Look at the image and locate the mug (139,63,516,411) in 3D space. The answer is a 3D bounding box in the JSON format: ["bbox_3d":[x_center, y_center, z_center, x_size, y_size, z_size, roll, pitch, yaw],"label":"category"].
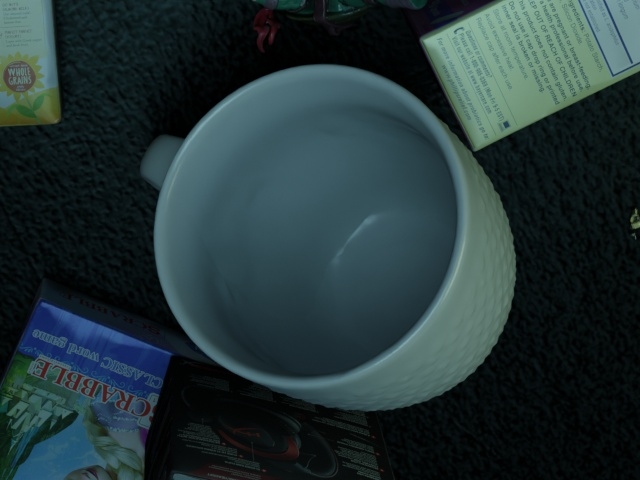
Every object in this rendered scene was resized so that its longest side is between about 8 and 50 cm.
[{"bbox_3d":[0.000,0.000,1.562,0.374,0.328,0.276,25,87,23],"label":"mug"}]

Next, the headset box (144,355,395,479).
[{"bbox_3d":[-0.049,0.232,1.577,0.218,0.293,0.110,15,107,-10],"label":"headset box"}]

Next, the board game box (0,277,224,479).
[{"bbox_3d":[-0.201,0.241,1.759,0.318,0.066,0.318,22,107,-11],"label":"board game box"}]

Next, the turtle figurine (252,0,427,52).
[{"bbox_3d":[0.011,-0.249,1.565,0.234,0.175,0.118,5,137,35],"label":"turtle figurine"}]

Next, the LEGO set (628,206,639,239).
[{"bbox_3d":[0.355,-0.013,1.728,0.083,0.023,0.054,-14,110,1],"label":"LEGO set"}]

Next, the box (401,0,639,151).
[{"bbox_3d":[0.207,-0.210,1.547,0.243,0.213,0.117,-26,109,6],"label":"box"}]

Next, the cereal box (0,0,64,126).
[{"bbox_3d":[-0.335,-0.225,1.595,0.173,0.047,0.240,-2,109,-3],"label":"cereal box"}]
